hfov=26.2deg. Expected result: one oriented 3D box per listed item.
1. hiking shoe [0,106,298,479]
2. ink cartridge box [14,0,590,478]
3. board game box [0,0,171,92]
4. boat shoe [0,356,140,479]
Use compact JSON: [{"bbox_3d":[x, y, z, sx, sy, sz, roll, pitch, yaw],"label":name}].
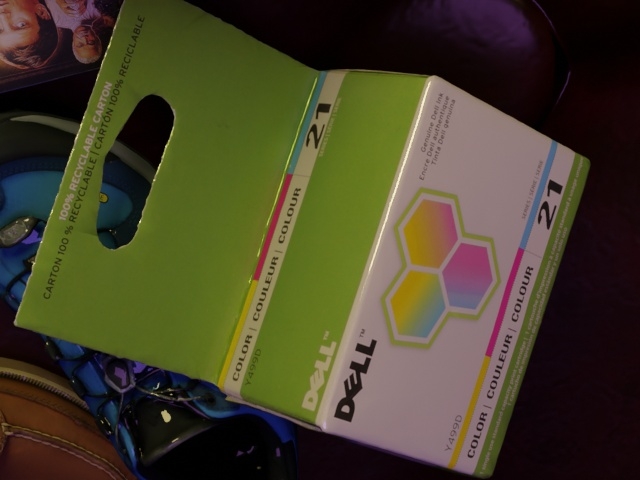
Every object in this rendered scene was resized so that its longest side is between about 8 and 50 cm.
[{"bbox_3d":[-0.094,0.052,0.752,0.113,0.132,0.304,-36,125,8],"label":"hiking shoe"},{"bbox_3d":[0.000,0.000,0.698,0.255,0.097,0.188,22,84,-40],"label":"ink cartridge box"},{"bbox_3d":[-0.206,-0.140,0.648,0.243,0.042,0.165,-15,126,-7],"label":"board game box"},{"bbox_3d":[-0.235,0.120,0.772,0.307,0.104,0.110,23,113,-28],"label":"boat shoe"}]
